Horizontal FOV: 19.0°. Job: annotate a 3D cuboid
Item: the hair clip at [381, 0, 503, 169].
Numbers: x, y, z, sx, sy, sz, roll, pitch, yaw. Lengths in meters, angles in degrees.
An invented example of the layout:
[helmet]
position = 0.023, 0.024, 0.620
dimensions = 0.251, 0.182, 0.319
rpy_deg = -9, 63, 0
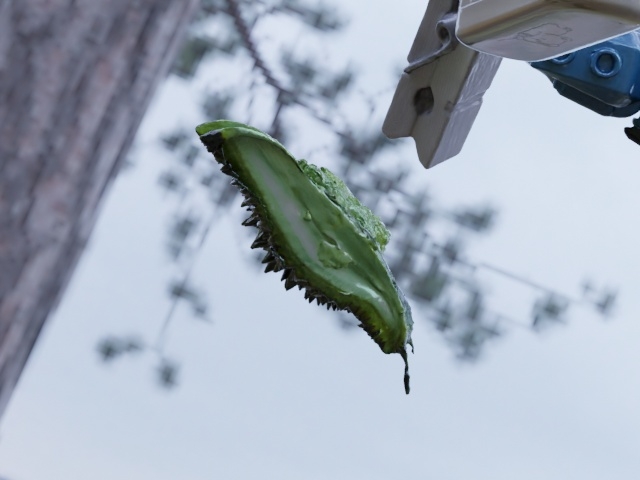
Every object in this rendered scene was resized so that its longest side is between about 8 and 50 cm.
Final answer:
[hair clip]
position = 0.156, -0.223, 2.179
dimensions = 0.101, 0.085, 0.331
rpy_deg = 42, -42, 19

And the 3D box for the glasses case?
[glasses case]
position = 0.161, -0.164, 1.329
dimensions = 0.083, 0.050, 0.196
rpy_deg = 13, -8, -17

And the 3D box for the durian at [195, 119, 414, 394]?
[durian]
position = -0.002, 0.005, 1.962
dimensions = 0.375, 0.132, 0.106
rpy_deg = 49, 7, -24

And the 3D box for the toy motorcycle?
[toy motorcycle]
position = 0.409, -0.157, 1.988
dimensions = 0.416, 0.172, 0.232
rpy_deg = 18, 8, 0
